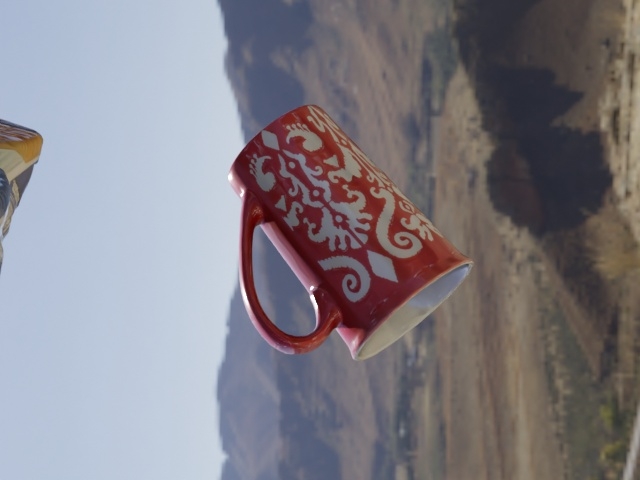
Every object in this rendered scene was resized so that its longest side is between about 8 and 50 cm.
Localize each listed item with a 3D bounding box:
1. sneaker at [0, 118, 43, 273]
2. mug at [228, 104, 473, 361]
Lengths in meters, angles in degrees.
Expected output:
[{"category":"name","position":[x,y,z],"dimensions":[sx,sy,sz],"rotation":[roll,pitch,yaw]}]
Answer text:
[{"category":"sneaker","position":[-0.258,-0.011,0.762],"dimensions":[0.296,0.112,0.131],"rotation":[-108,32,-72]},{"category":"mug","position":[0.006,-0.007,0.835],"dimensions":[0.150,0.169,0.113],"rotation":[-21,-24,-50]}]
